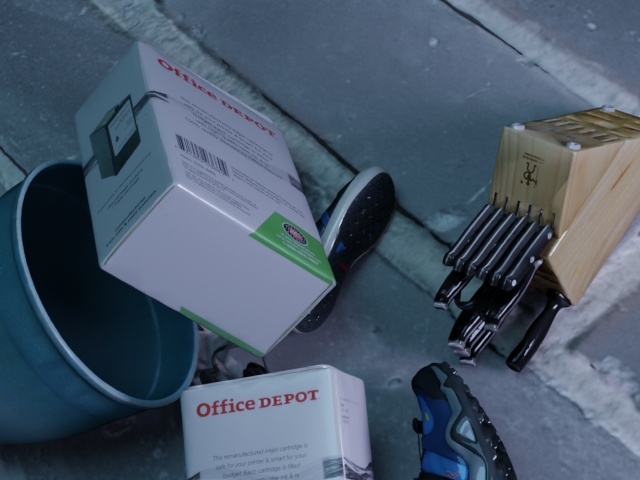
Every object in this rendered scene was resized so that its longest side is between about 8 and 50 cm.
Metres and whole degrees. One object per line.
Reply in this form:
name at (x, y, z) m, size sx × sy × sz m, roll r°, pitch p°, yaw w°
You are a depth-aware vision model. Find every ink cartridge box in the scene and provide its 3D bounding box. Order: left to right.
ink cartridge box at (-0.123, -0.047, 1.883) m, size 0.121 × 0.211 × 0.289 m, roll -47°, pitch 31°, yaw 19°
ink cartridge box at (-0.034, 0.237, 1.712) m, size 0.160 × 0.092 × 0.219 m, roll -10°, pitch 75°, yaw 19°

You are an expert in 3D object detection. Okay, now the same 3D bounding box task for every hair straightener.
hair straightener at (-0.045, 0.173, 1.851) m, size 0.089 × 0.047 × 0.230 m, roll -40°, pitch 45°, yaw -6°

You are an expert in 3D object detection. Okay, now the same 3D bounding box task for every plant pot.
plant pot at (-0.308, 0.094, 1.903) m, size 0.255 × 0.272 × 0.271 m, roll -28°, pitch 47°, yaw 25°

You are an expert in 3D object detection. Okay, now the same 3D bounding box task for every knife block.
knife block at (0.229, 0.004, 1.821) m, size 0.088 × 0.242 × 0.276 m, roll 24°, pitch 25°, yaw 36°

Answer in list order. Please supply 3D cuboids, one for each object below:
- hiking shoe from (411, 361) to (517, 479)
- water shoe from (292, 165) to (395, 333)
hiking shoe at (0.113, 0.242, 1.670) m, size 0.132 × 0.113 × 0.304 m, roll -23°, pitch 50°, yaw 8°
water shoe at (0.000, 0.000, 1.928) m, size 0.080 × 0.073 × 0.203 m, roll 16°, pitch 65°, yaw 40°
